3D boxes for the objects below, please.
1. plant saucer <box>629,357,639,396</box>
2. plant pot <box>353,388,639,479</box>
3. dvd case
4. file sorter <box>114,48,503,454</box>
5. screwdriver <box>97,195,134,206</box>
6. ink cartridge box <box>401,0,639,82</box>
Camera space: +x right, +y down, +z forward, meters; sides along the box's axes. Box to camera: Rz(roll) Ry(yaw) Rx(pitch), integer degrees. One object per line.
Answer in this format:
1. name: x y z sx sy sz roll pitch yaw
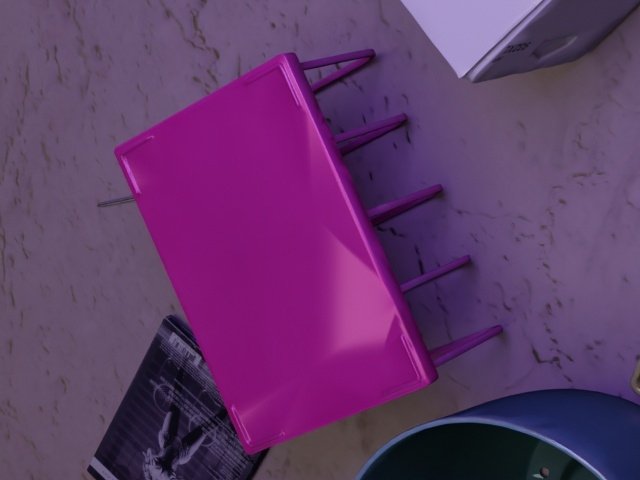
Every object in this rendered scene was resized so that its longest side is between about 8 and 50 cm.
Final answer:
1. plant saucer: 0.364 0.080 1.282 0.188 0.045 0.188 31 116 25
2. plant pot: 0.196 0.253 1.319 0.293 0.235 0.293 8 105 33
3. dvd case: -0.141 0.210 1.670 0.164 0.018 0.221 40 120 19
4. file sorter: 0.000 0.000 1.425 0.202 0.182 0.290 -25 87 34
5. screwdriver: -0.163 -0.048 1.630 0.170 0.025 0.024 -9 97 44
6. ink cartridge box: 0.110 -0.288 1.257 0.129 0.223 0.307 -43 76 32
